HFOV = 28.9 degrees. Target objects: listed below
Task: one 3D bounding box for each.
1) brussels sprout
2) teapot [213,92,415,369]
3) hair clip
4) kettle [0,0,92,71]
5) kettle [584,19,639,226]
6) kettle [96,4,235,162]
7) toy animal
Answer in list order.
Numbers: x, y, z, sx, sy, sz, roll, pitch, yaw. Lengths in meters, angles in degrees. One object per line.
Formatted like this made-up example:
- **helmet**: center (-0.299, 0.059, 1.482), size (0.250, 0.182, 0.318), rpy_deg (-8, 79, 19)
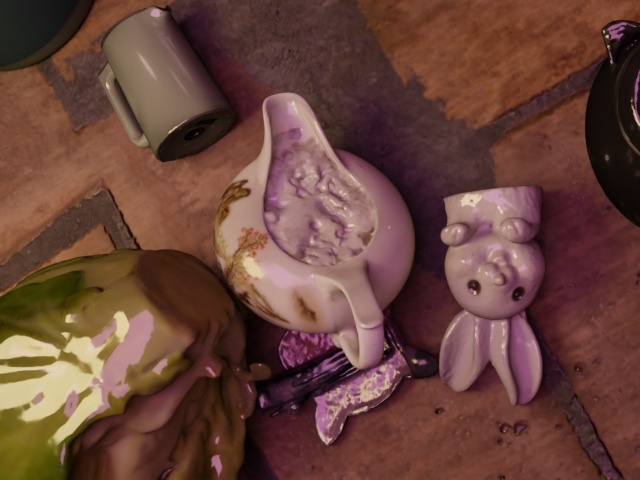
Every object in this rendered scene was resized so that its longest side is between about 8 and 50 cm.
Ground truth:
- **brussels sprout**: center (-0.242, 0.169, 1.257), size (0.315, 0.276, 0.371), rpy_deg (37, 105, 25)
- **teapot**: center (0.000, 0.000, 1.244), size (0.204, 0.139, 0.298), rpy_deg (-17, 63, -20)
- **hair clip**: center (0.013, 0.126, 1.311), size (0.187, 0.056, 0.146), rpy_deg (-33, 77, 4)
- **kettle**: center (-0.439, -0.297, 1.321), size (0.247, 0.342, 0.319), rpy_deg (33, 97, 16)
- **kettle**: center (0.354, -0.086, 1.087), size (0.268, 0.290, 0.207), rpy_deg (45, 99, 14)
- **kettle**: center (-0.173, -0.167, 1.369), size (0.098, 0.127, 0.148), rpy_deg (-26, 74, -18)
- **toy animal**: center (0.169, 0.057, 1.224), size (0.104, 0.131, 0.220), rpy_deg (0, 89, 3)
